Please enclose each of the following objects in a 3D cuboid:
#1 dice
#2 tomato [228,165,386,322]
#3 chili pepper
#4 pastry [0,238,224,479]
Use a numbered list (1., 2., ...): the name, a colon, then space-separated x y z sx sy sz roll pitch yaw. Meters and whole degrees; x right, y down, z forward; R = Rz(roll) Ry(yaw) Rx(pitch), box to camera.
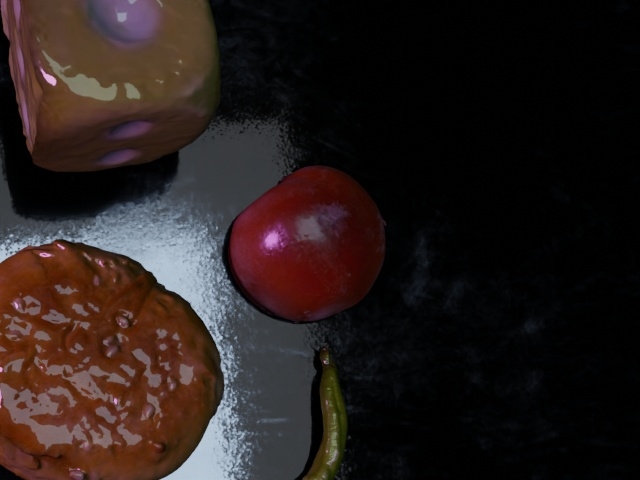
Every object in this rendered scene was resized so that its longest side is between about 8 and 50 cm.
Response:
1. dice: -0.265 -0.230 1.431 0.226 0.233 0.238 -10 79 -23
2. tomato: 0.000 0.000 1.525 0.199 0.112 0.228 47 68 -4
3. chili pepper: 0.011 0.242 1.497 0.048 0.043 0.208 5 66 9
4. pastry: -0.278 0.153 1.340 0.315 0.184 0.284 31 61 -7
